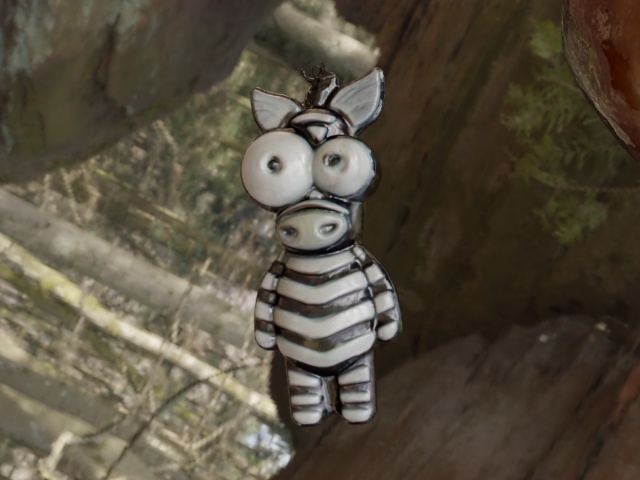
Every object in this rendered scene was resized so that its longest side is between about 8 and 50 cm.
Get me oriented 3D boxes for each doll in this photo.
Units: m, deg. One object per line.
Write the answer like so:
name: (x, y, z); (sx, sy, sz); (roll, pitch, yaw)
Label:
doll: (0.000, 0.000, 0.596); (0.067, 0.091, 0.219); (17, 68, -76)

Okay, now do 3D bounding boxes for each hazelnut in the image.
hazelnut: (0.231, -0.115, 0.586); (0.204, 0.178, 0.178); (-20, 145, -44)
